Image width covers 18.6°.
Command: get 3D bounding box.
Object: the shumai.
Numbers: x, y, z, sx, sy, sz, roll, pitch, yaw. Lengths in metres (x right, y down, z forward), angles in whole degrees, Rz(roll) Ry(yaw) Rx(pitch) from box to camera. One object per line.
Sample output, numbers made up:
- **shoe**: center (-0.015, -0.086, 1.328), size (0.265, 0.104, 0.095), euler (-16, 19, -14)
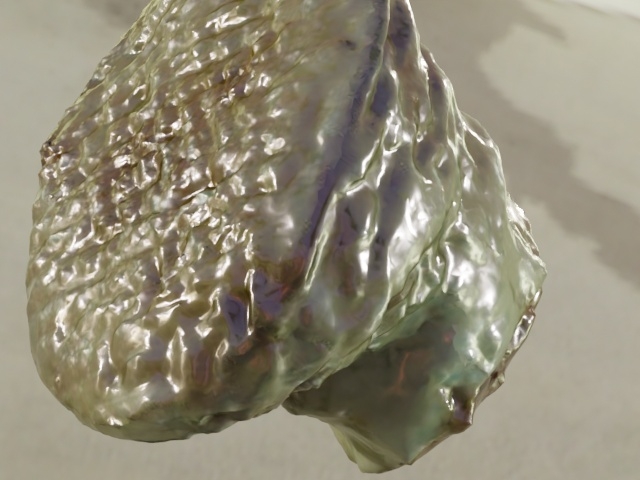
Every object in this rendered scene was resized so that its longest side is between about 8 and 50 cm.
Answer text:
- **shumai**: center (0.000, 0.000, 1.413), size (0.323, 0.324, 0.397), euler (33, 58, -36)
